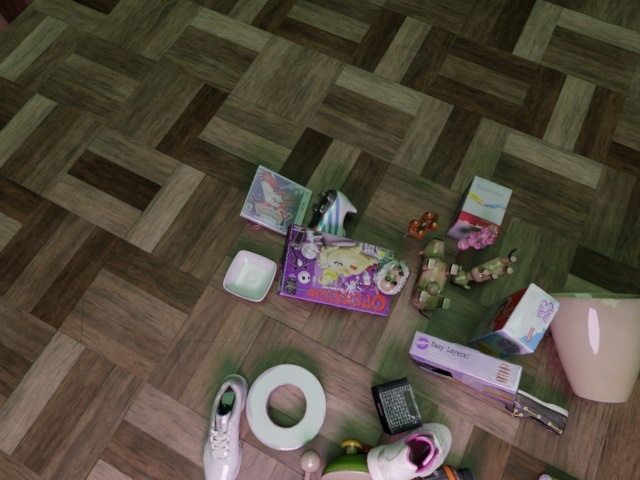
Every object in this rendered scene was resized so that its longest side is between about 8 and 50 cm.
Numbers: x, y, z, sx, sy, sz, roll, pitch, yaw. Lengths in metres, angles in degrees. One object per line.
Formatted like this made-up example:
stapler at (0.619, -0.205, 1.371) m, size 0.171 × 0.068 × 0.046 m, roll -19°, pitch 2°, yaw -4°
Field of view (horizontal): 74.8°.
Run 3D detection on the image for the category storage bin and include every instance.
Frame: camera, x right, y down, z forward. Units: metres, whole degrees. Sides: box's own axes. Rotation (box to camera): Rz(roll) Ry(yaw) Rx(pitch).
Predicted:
storage bin at (0.197, 0.439, 1.111) m, size 0.084 × 0.180 × 0.122 m, roll -14°, pitch 69°, yaw -5°

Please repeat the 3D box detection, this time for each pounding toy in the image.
pounding toy at (0.071, 0.574, 1.089) m, size 0.237 × 0.183 × 0.110 m, roll 4°, pitch 44°, yaw 6°

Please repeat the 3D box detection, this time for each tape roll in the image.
tape roll at (-0.093, 0.460, 1.165) m, size 0.219 × 0.072 × 0.219 m, roll 0°, pitch 70°, yaw 1°

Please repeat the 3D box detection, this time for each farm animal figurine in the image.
farm animal figurine at (0.370, 0.081, 1.260) m, size 0.330 × 0.172 × 0.326 m, roll 33°, pitch 85°, yaw 1°

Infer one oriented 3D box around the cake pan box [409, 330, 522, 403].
cake pan box at (0.372, 0.329, 1.082) m, size 0.267 × 0.245 × 0.070 m, roll 15°, pitch 68°, yaw 27°

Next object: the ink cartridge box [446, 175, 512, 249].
ink cartridge box at (0.505, -0.089, 1.334) m, size 0.127 × 0.128 × 0.176 m, roll 24°, pitch 72°, yaw 9°

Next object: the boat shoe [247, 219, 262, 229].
boat shoe at (-0.192, -0.140, 1.393) m, size 0.073 × 0.073 × 0.207 m, roll 9°, pitch 68°, yaw 8°

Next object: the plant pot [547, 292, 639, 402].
plant pot at (0.760, 0.287, 1.147) m, size 0.257 × 0.256 × 0.273 m, roll 0°, pitch 86°, yaw 1°

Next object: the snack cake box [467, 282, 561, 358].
snack cake box at (0.517, 0.230, 1.141) m, size 0.089 × 0.264 × 0.152 m, roll 38°, pitch 75°, yaw 13°

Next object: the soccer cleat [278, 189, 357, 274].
soccer cleat at (0.000, 0.000, 1.318) m, size 0.143 × 0.116 × 0.331 m, roll 33°, pitch 86°, yaw -26°

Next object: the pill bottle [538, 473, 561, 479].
pill bottle at (0.633, 0.662, 1.084) m, size 0.116 × 0.065 × 0.065 m, roll 22°, pitch 71°, yaw 8°

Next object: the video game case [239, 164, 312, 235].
video game case at (-0.140, -0.123, 1.364) m, size 0.201 × 0.023 × 0.183 m, roll 24°, pitch 69°, yaw -20°

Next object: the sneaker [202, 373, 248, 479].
sneaker at (-0.264, 0.511, 1.118) m, size 0.111 × 0.129 × 0.297 m, roll 2°, pitch 71°, yaw -1°

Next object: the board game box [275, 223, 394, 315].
board game box at (0.053, 0.092, 1.234) m, size 0.347 × 0.056 × 0.208 m, roll 14°, pitch 78°, yaw -21°

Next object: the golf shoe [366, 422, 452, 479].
golf shoe at (0.255, 0.516, 1.025) m, size 0.306 × 0.140 × 0.115 m, roll -1°, pitch 55°, yaw -44°

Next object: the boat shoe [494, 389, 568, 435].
boat shoe at (0.564, 0.462, 1.151) m, size 0.228 × 0.081 × 0.068 m, roll 21°, pitch 67°, yaw 6°

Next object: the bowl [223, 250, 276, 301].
bowl at (-0.216, 0.116, 1.306) m, size 0.142 × 0.053 × 0.142 m, roll 21°, pitch 70°, yaw 8°

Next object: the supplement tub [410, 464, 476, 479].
supplement tub at (0.299, 0.645, 1.074) m, size 0.198 × 0.106 × 0.106 m, roll -12°, pitch 70°, yaw -4°
